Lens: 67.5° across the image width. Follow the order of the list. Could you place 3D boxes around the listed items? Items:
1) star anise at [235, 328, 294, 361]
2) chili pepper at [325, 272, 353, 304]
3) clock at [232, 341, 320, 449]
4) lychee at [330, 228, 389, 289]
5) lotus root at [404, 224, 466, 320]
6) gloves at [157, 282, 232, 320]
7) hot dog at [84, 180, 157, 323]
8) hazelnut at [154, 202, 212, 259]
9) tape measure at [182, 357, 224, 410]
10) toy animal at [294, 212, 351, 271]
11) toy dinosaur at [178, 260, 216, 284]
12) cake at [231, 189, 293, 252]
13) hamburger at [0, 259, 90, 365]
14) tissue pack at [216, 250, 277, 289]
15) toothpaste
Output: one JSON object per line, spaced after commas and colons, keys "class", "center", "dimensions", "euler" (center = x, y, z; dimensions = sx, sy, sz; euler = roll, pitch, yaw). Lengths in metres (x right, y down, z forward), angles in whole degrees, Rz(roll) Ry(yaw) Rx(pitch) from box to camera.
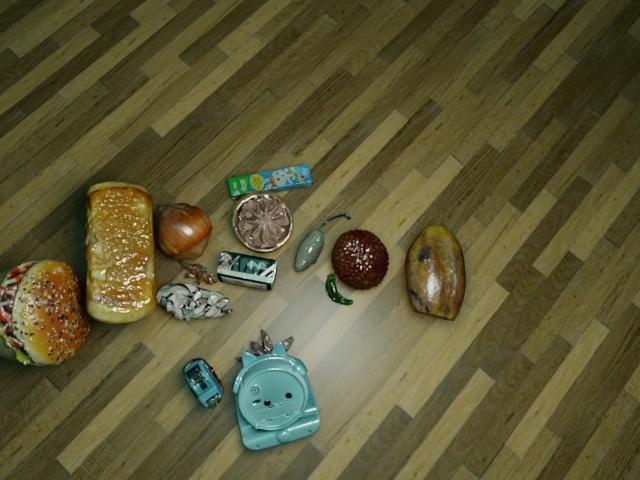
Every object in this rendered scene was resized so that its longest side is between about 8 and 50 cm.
{"class": "star anise", "center": [-0.141, 0.356, 1.400], "dimensions": [0.182, 0.065, 0.195], "euler": [40, 68, 2]}
{"class": "chili pepper", "center": [0.048, 0.159, 1.480], "dimensions": [0.055, 0.035, 0.118], "euler": [-37, 76, 5]}
{"class": "clock", "center": [-0.132, 0.423, 1.319], "dimensions": [0.223, 0.094, 0.274], "euler": [-15, 103, -7]}
{"class": "lychee", "center": [0.121, 0.051, 1.440], "dimensions": [0.188, 0.188, 0.188], "euler": [1, 75, -3]}
{"class": "lotus root", "center": [0.339, 0.093, 1.443], "dimensions": [0.193, 0.193, 0.291], "euler": [7, 75, -2]}
{"class": "gloves", "center": [-0.365, 0.187, 1.408], "dimensions": [0.212, 0.127, 0.111], "euler": [23, 84, 7]}
{"class": "hot dog", "center": [-0.576, 0.046, 1.375], "dimensions": [0.185, 0.223, 0.406], "euler": [0, 73, -25]}
{"class": "hazelnut", "center": [-0.418, -0.025, 1.435], "dimensions": [0.182, 0.182, 0.182], "euler": [1, 75, -3]}
{"class": "tape measure", "center": [-0.327, 0.396, 1.345], "dimensions": [0.081, 0.125, 0.146], "euler": [-34, 92, -9]}
{"class": "toy animal", "center": [-0.003, -0.009, 1.499], "dimensions": [0.070, 0.079, 0.253], "euler": [35, 74, 12]}
{"class": "toy dinosaur", "center": [-0.379, 0.093, 1.460], "dimensions": [0.154, 0.049, 0.055], "euler": [31, 41, 17]}
{"class": "cake", "center": [-0.179, -0.067, 1.455], "dimensions": [0.185, 0.178, 0.208], "euler": [-18, 74, -7]}
{"class": "hamburger", "center": [-0.745, 0.195, 1.290], "dimensions": [0.176, 0.300, 0.300], "euler": [-6, 75, 11]}
{"class": "tissue pack", "center": [-0.218, 0.093, 1.445], "dimensions": [0.170, 0.103, 0.091], "euler": [12, 71, -1]}
{"class": "toothpaste", "center": [-0.160, -0.187, 1.551], "dimensions": [0.266, 0.050, 0.065], "euler": [-11, 79, -6]}
